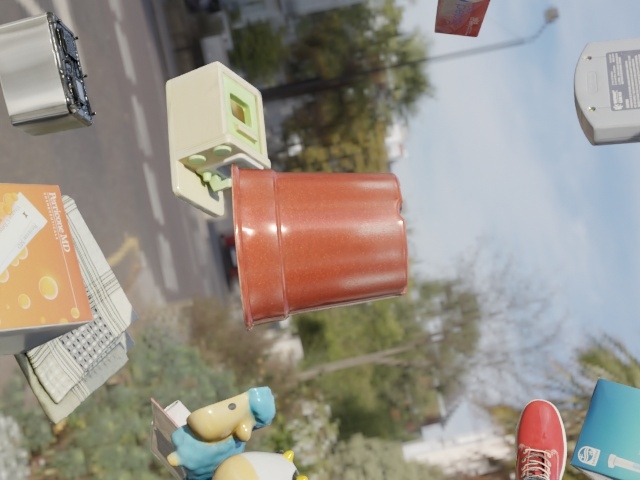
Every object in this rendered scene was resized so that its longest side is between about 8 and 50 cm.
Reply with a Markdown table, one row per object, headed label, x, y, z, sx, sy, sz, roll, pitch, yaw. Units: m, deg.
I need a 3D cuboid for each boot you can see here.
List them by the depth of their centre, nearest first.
| label | x | y | z | sx | sy | sz | roll | pitch | yaw |
| --- | --- | --- | --- | --- | --- | --- | --- | --- | --- |
| boot | 0.360 | 0.371 | 1.989 | 0.176 | 0.088 | 0.244 | 61 | 33 | -67 |

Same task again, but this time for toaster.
| label | x | y | z | sx | sy | sz | roll | pitch | yaw |
| --- | --- | --- | --- | --- | --- | --- | --- | --- | --- |
| toaster | -0.433 | -0.258 | 1.893 | 0.186 | 0.110 | 0.168 | 102 | -25 | -89 |

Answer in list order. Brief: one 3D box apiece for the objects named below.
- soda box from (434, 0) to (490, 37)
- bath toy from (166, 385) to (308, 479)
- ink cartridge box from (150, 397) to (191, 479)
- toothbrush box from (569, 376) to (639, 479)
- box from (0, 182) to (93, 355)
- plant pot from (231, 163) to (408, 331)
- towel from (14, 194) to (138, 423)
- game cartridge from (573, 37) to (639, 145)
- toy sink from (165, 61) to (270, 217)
| label | x | y | z | sx | sy | sz | roll | pitch | yaw |
| --- | --- | --- | --- | --- | --- | --- | --- | --- | --- |
| soda box | 0.273 | -0.474 | 2.244 | 0.263 | 0.092 | 0.083 | 94 | 3 | -73 |
| bath toy | -0.027 | 0.315 | 1.140 | 0.348 | 0.129 | 0.151 | 61 | -10 | 26 |
| ink cartridge box | -0.120 | 0.326 | 1.609 | 0.275 | 0.060 | 0.239 | 44 | -25 | 14 |
| toothbrush box | 0.502 | 0.296 | 1.547 | 0.216 | 0.295 | 0.126 | 38 | 71 | -53 |
| box | -0.510 | 0.047 | 1.638 | 0.345 | 0.168 | 0.215 | -2 | 73 | -56 |
| plant pot | 0.000 | 0.000 | 1.944 | 0.272 | 0.265 | 0.272 | 175 | -90 | -88 |
| towel | -0.448 | 0.115 | 2.114 | 0.324 | 0.056 | 0.312 | 67 | 25 | -15 |
| game cartridge | 0.552 | -0.268 | 2.152 | 0.294 | 0.196 | 0.060 | -77 | 163 | -50 |
| toy sink | -0.184 | -0.184 | 2.219 | 0.153 | 0.131 | 0.234 | 31 | 48 | -55 |
